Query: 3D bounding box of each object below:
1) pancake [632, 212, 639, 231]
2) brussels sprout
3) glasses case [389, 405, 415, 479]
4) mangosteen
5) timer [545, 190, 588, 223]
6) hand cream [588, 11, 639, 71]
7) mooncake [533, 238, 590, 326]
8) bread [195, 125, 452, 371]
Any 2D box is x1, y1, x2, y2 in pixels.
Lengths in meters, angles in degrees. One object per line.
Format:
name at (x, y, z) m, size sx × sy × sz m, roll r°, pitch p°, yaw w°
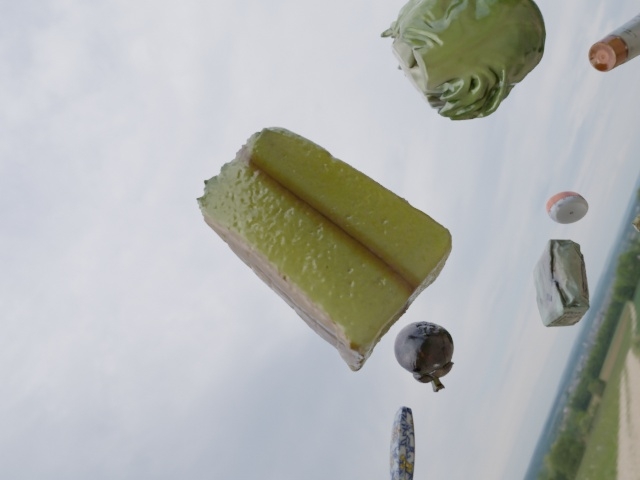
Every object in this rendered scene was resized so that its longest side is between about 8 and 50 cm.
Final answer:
pancake at (0.960, -0.069, 1.729) m, size 0.235 × 0.211 × 0.029 m, roll 84°, pitch -175°, yaw -60°
brussels sprout at (0.385, -0.517, 1.666) m, size 0.361 × 0.425 × 0.342 m, roll -35°, pitch -67°, yaw 11°
glasses case at (0.219, 0.569, 1.719) m, size 0.087 × 0.065 × 0.248 m, roll 100°, pitch 178°, yaw -59°
mangosteen at (0.281, 0.309, 1.764) m, size 0.172 × 0.172 × 0.184 m, roll -42°, pitch -31°, yaw -44°
timer at (0.821, -0.115, 2.154) m, size 0.136 × 0.136 × 0.099 m, roll -34°, pitch -54°, yaw -51°
hand cream at (0.877, -0.558, 1.776) m, size 0.314 × 0.139 × 0.089 m, roll -33°, pitch -31°, yaw -26°
mooncake at (0.795, 0.145, 2.107) m, size 0.254 × 0.136 × 0.250 m, roll 86°, pitch -177°, yaw -66°
bread at (0.000, 0.000, 1.045) m, size 0.233 × 0.361 × 0.245 m, roll -48°, pitch -12°, yaw -13°
